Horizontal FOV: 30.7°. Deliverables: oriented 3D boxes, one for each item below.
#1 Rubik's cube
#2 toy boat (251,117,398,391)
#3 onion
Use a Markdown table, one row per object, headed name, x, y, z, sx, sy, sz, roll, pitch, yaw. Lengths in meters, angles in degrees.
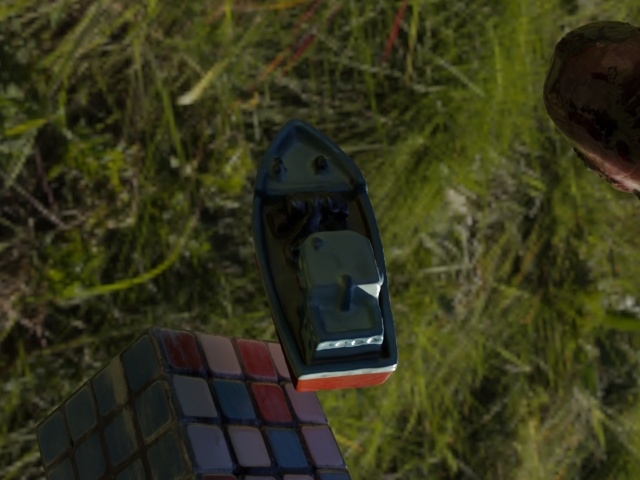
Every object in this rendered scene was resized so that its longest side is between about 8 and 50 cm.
| name | x | y | z | sx | sy | sz | roll | pitch | yaw |
| --- | --- | --- | --- | --- | --- | --- | --- | --- | --- |
| Rubik's cube | -0.148 | 0.277 | 1.381 | 0.253 | 0.256 | 0.259 | 15 | 44 | -45 |
| toy boat | 0.000 | 0.000 | 1.301 | 0.133 | 0.145 | 0.332 | 101 | -20 | -51 |
| onion | 0.380 | -0.161 | 1.330 | 0.219 | 0.252 | 0.252 | -56 | -179 | 2 |
